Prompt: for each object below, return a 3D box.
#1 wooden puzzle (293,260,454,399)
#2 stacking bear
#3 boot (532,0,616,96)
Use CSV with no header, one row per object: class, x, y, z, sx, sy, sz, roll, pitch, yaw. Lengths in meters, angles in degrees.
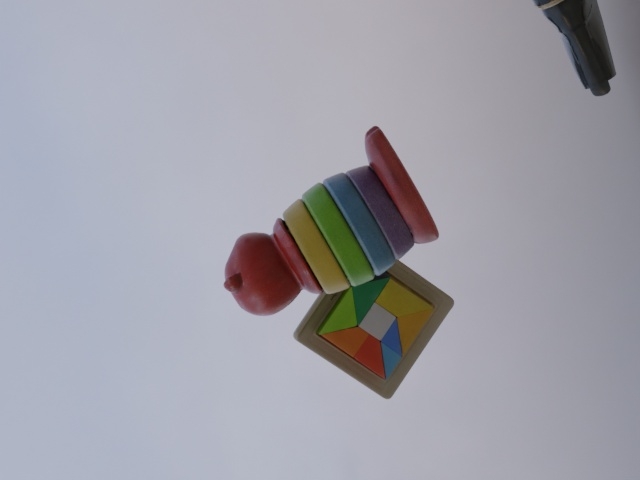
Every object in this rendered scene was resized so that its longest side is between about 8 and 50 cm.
wooden puzzle,0.100,0.141,2.122,0.238,0.044,0.221,35,-93,-22
stacking bear,0.000,0.000,1.634,0.164,0.289,0.175,60,180,19
boot,0.289,-0.245,1.336,0.137,0.077,0.198,61,-150,-12
